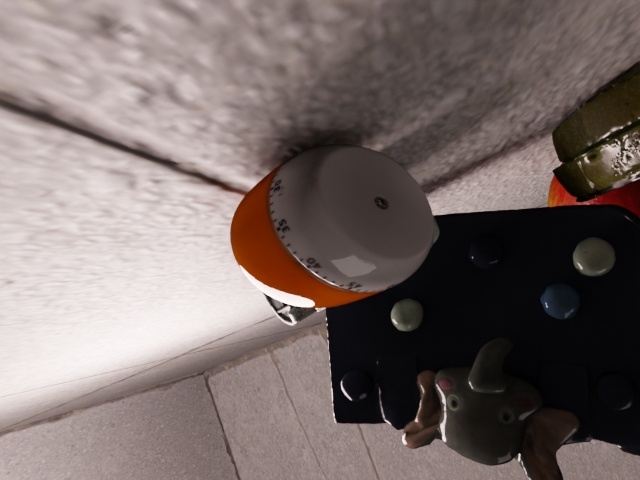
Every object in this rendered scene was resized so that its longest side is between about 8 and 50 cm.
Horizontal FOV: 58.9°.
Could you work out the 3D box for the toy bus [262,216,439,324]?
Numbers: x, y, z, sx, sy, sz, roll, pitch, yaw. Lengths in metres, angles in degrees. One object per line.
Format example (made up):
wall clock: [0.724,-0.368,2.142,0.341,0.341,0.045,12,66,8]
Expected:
toy bus: [0.017,0.009,0.513,0.089,0.087,0.194,-25,174,-41]

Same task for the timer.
timer: [0.000,0.000,0.375,0.136,0.099,0.136,-8,152,-4]

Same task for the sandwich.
sandwich: [0.297,-0.118,0.466,0.159,0.079,0.235,-30,174,-7]

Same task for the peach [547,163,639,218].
peach: [0.375,-0.047,0.673,0.190,0.190,0.192,-19,170,-12]

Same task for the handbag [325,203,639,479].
handbag: [0.165,0.104,0.582,0.325,0.269,0.118,-5,178,25]
